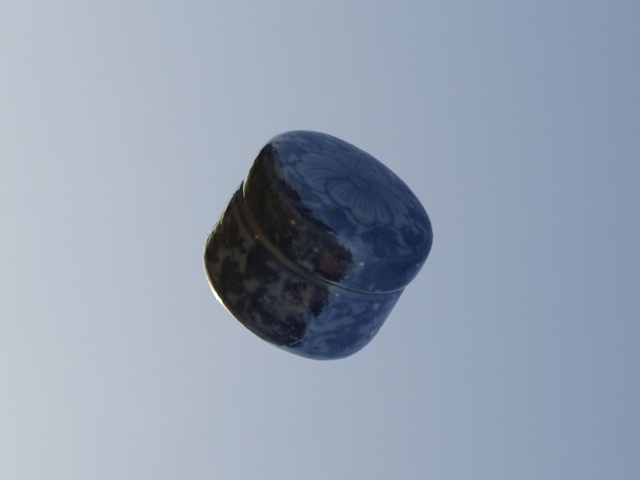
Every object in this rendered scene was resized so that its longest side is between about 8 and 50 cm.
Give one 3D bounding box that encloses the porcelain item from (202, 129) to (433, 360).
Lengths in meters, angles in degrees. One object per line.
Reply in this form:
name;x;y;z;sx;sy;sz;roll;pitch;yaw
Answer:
porcelain item;0.000;0.000;1.245;0.114;0.147;0.147;-56;-144;29
